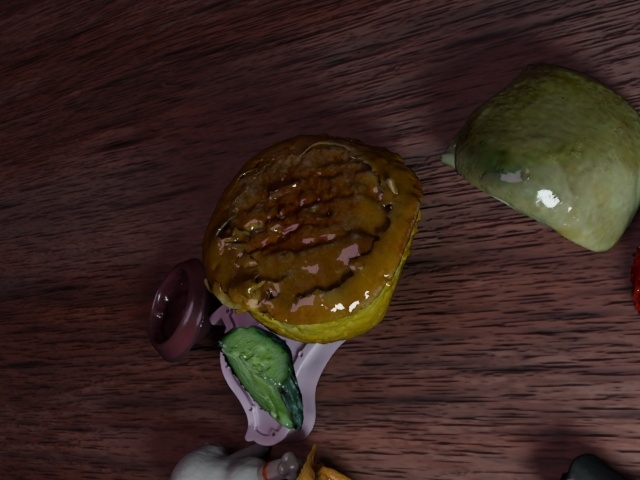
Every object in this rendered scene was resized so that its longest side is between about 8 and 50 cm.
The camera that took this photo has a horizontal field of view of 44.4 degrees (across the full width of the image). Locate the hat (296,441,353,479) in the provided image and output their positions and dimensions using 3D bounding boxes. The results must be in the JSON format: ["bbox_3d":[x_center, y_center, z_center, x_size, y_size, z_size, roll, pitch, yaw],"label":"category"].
[{"bbox_3d":[0.056,0.470,1.222,0.233,0.244,0.233,18,119,10],"label":"hat"}]

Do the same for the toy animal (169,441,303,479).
[{"bbox_3d":[-0.128,0.422,1.346,0.283,0.138,0.140,-8,78,31],"label":"toy animal"}]

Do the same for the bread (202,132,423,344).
[{"bbox_3d":[-0.002,0.002,1.251,0.337,0.204,0.358,11,57,29],"label":"bread"}]

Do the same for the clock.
[{"bbox_3d":[-0.039,0.199,1.369,0.290,0.080,0.275,-28,66,28],"label":"clock"}]

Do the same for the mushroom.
[{"bbox_3d":[0.322,-0.149,1.135,0.292,0.212,0.217,40,111,40],"label":"mushroom"}]

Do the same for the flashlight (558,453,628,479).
[{"bbox_3d":[0.474,0.426,0.962,0.424,0.103,0.103,37,101,33],"label":"flashlight"}]

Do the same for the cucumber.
[{"bbox_3d":[-0.075,0.215,1.235,0.115,0.193,0.086,16,48,34],"label":"cucumber"}]

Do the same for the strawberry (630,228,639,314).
[{"bbox_3d":[0.487,0.020,1.030,0.190,0.111,0.236,-20,68,32],"label":"strawberry"}]

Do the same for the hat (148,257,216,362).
[{"bbox_3d":[-0.256,0.138,1.514,0.205,0.089,0.205,-31,49,44],"label":"hat"}]
